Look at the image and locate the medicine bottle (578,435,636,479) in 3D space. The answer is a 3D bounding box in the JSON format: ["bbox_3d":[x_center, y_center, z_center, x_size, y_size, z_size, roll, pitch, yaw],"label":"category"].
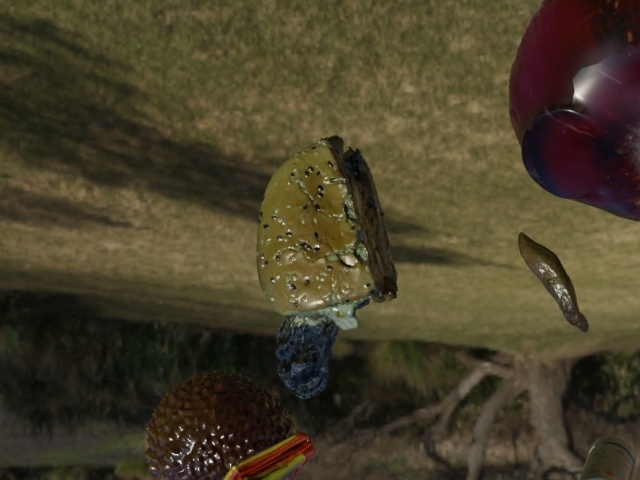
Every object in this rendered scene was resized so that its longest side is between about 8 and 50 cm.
[{"bbox_3d":[0.509,0.423,1.715,0.086,0.086,0.183,-11,-172,26],"label":"medicine bottle"}]

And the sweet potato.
[{"bbox_3d":[0.300,0.052,1.231,0.038,0.153,0.041,-35,169,16],"label":"sweet potato"}]

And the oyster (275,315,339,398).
[{"bbox_3d":[-0.023,0.198,1.997,0.087,0.199,0.252,-13,149,-52],"label":"oyster"}]

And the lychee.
[{"bbox_3d":[-0.174,0.346,1.693,0.268,0.267,0.267,-5,167,-1],"label":"lychee"}]

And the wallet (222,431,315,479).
[{"bbox_3d":[-0.099,0.378,1.425,0.141,0.067,0.241,-20,154,-37],"label":"wallet"}]

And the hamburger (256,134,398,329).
[{"bbox_3d":[0.000,0.000,1.418,0.192,0.288,0.167,-18,162,10],"label":"hamburger"}]

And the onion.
[{"bbox_3d":[0.455,-0.256,1.311,0.399,0.420,0.398,8,141,6],"label":"onion"}]
